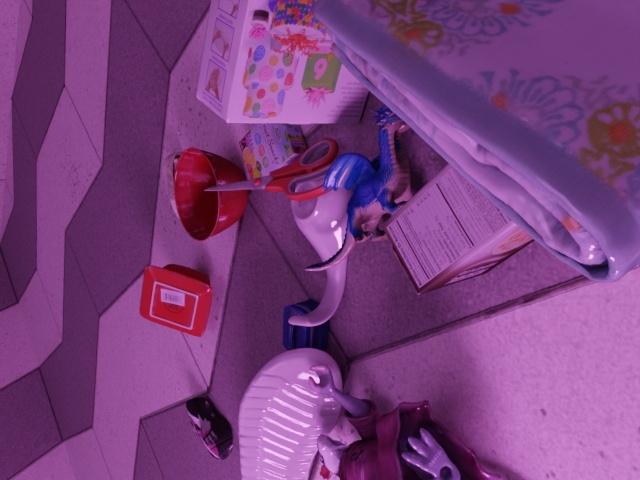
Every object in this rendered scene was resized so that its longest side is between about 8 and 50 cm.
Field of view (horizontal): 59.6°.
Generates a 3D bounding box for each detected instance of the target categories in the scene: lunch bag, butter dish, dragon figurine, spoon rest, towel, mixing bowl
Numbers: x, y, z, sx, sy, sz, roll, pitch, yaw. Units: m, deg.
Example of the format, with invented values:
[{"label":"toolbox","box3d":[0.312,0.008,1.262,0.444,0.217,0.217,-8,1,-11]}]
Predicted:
[{"label":"lunch bag","box3d":[-0.030,0.157,0.976,0.067,0.065,0.098,17,110,47]},{"label":"butter dish","box3d":[-0.315,0.116,1.280,0.160,0.118,0.160,19,122,1]},{"label":"dragon figurine","box3d":[0.064,-0.074,0.799,0.289,0.085,0.144,-44,63,42]},{"label":"spoon rest","box3d":[0.000,0.000,0.914,0.137,0.084,0.276,-1,83,49]},{"label":"towel","box3d":[0.207,-0.187,0.453,0.374,0.320,0.090,51,176,30]},{"label":"mixing bowl","box3d":[-0.206,-0.094,1.110,0.181,0.098,0.181,13,108,49]}]

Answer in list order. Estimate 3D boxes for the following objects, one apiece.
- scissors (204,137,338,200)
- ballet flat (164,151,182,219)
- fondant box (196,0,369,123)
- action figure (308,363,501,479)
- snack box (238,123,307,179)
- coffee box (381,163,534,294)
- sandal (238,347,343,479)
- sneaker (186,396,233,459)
[{"label":"scissors","box3d":[-0.091,-0.089,0.919,0.297,0.021,0.109,-15,54,28]},{"label":"ballet flat","box3d":[-0.319,-0.124,1.276,0.052,0.057,0.168,-27,77,39]},{"label":"fondant box","box3d":[-0.013,-0.320,0.722,0.096,0.238,0.330,40,126,37]},{"label":"action figure","box3d":[0.103,0.327,0.810,0.370,0.276,0.248,143,143,-66]},{"label":"snack box","box3d":[-0.087,-0.167,1.000,0.141,0.037,0.100,-32,74,48]},{"label":"coffee box","box3d":[0.201,-0.051,0.600,0.246,0.141,0.098,-47,63,45]},{"label":"sandal","box3d":[-0.072,0.341,1.028,0.102,0.169,0.416,-86,11,-61]},{"label":"sneaker","box3d":[-0.258,0.452,1.321,0.178,0.072,0.077,43,140,46]}]
